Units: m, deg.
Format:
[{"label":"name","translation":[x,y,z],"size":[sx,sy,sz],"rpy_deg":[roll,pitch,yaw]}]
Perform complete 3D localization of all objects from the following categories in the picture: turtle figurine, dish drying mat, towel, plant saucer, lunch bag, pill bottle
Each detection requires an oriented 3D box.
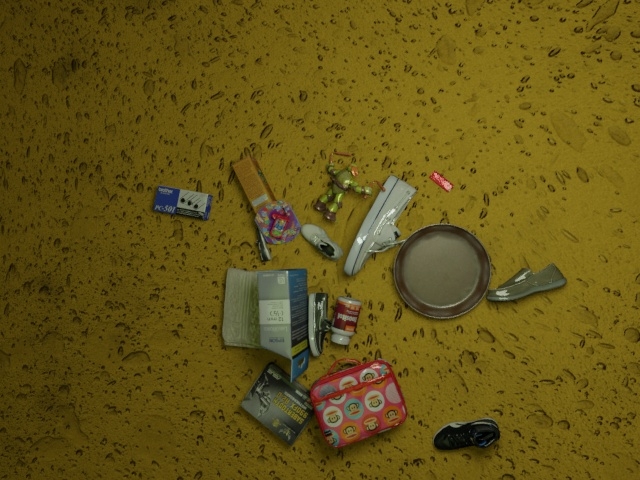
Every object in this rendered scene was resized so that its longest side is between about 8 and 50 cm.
[{"label":"turtle figurine","translation":[0.077,-0.173,1.770],"size":[0.269,0.087,0.217],"rpy_deg":[40,106,32]},{"label":"dish drying mat","translation":[0.406,-0.198,1.767],"size":[0.083,0.008,0.032],"rpy_deg":[41,98,11]},{"label":"towel","translation":[-0.252,0.244,1.880],"size":[0.187,0.049,0.282],"rpy_deg":[5,88,11]},{"label":"plant saucer","translation":[0.396,0.099,1.726],"size":[0.310,0.050,0.310],"rpy_deg":[0,91,8]},{"label":"lunch bag","translation":[0.118,0.514,1.736],"size":[0.293,0.120,0.258],"rpy_deg":[-20,82,-2]},{"label":"pill bottle","translation":[0.084,0.271,1.783],"size":[0.086,0.086,0.152],"rpy_deg":[13,91,13]}]

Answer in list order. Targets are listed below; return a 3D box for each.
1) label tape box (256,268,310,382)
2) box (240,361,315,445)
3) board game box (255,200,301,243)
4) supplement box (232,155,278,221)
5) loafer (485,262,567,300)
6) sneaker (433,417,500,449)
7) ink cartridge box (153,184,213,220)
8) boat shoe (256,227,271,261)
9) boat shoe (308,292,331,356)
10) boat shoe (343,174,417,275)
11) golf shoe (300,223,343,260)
[{"label":"label tape box","translation":[-0.117,0.269,1.744],"size":[0.115,0.249,0.347],"rpy_deg":[-1,88,12]},{"label":"box","translation":[-0.137,0.568,1.838],"size":[0.231,0.056,0.183],"rpy_deg":[36,95,12]},{"label":"board game box","translation":[-0.145,-0.053,1.822],"size":[0.133,0.033,0.168],"rpy_deg":[-24,120,3]},{"label":"supplement box","translation":[-0.224,-0.182,1.871],"size":[0.080,0.078,0.233],"rpy_deg":[-30,83,10]},{"label":"loafer","translation":[0.642,0.134,1.669],"size":[0.251,0.094,0.087],"rpy_deg":[-16,79,2]},{"label":"sneaker","translation":[0.459,0.623,1.670],"size":[0.217,0.121,0.079],"rpy_deg":[-22,83,11]},{"label":"ink cartridge box","translation":[-0.508,-0.139,1.949],"size":[0.207,0.046,0.097],"rpy_deg":[11,89,13]},{"label":"boat shoe","translation":[-0.211,0.015,1.880],"size":[0.038,0.046,0.125],"rpy_deg":[-19,93,7]},{"label":"boat shoe","translation":[0.000,0.288,1.806],"size":[0.070,0.078,0.219],"rpy_deg":[-3,86,14]},{"label":"boat shoe","translation":[0.217,-0.026,1.751],"size":[0.156,0.136,0.367],"rpy_deg":[28,85,9]},{"label":"golf shoe","translation":[0.000,0.000,1.812],"size":[0.176,0.086,0.069],"rpy_deg":[37,97,12]}]
